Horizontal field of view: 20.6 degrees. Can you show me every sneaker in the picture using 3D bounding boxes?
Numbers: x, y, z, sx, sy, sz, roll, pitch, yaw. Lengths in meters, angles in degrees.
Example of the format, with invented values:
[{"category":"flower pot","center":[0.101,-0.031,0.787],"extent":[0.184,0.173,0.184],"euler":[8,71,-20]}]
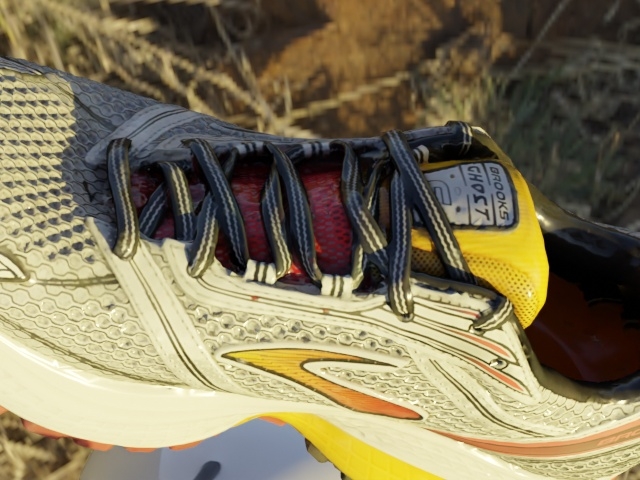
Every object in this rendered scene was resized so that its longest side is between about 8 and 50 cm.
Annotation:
[{"category":"sneaker","center":[0.000,0.000,0.404],"extent":[0.225,0.092,0.088],"euler":[17,52,-29]}]

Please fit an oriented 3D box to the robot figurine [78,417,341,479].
[{"category":"robot figurine","center":[-0.033,0.190,0.782],"extent":[0.173,0.278,0.209],"euler":[5,30,-9]}]
